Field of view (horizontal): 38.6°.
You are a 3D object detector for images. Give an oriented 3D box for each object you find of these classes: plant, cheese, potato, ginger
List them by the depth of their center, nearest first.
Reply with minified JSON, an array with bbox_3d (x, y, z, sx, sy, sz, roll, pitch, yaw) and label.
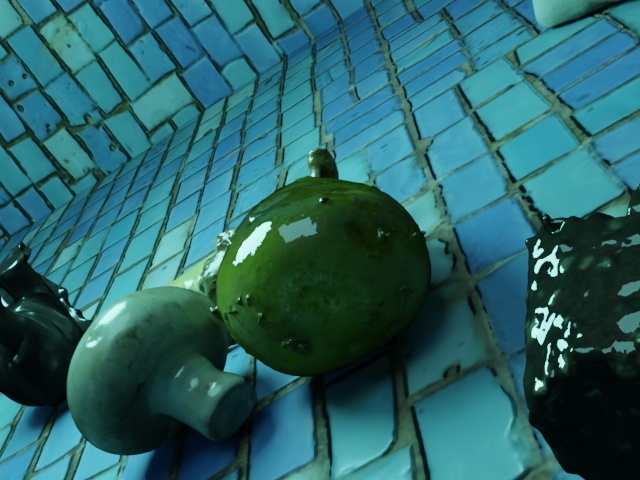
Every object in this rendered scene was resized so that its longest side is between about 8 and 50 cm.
[{"bbox_3d":[0.269,0.051,0.711,0.199,0.188,0.276,-16,28,41],"label":"plant"},{"bbox_3d":[-0.007,0.035,1.161,0.269,0.219,0.359,-26,13,-1],"label":"potato"},{"bbox_3d":[-0.071,0.023,1.393,0.333,0.166,0.080,-41,-4,1],"label":"ginger"},{"bbox_3d":[-0.195,0.091,1.511,0.167,0.094,0.123,-36,10,-14],"label":"cheese"}]

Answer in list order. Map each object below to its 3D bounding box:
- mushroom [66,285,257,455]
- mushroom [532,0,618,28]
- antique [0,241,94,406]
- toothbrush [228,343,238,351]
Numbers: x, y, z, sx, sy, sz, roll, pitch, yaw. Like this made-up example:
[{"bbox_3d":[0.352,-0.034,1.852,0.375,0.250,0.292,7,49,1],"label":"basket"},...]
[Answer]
[{"bbox_3d":[-0.194,0.184,1.182,0.243,0.243,0.243,-31,21,13],"label":"mushroom"},{"bbox_3d":[0.540,-0.486,1.574,0.177,0.126,0.397,-36,15,-27],"label":"mushroom"},{"bbox_3d":[-0.521,0.165,1.643,0.185,0.255,0.322,-35,24,12],"label":"antique"},{"bbox_3d":[-0.141,0.165,1.376,0.097,0.006,0.008,-32,19,11],"label":"toothbrush"}]
